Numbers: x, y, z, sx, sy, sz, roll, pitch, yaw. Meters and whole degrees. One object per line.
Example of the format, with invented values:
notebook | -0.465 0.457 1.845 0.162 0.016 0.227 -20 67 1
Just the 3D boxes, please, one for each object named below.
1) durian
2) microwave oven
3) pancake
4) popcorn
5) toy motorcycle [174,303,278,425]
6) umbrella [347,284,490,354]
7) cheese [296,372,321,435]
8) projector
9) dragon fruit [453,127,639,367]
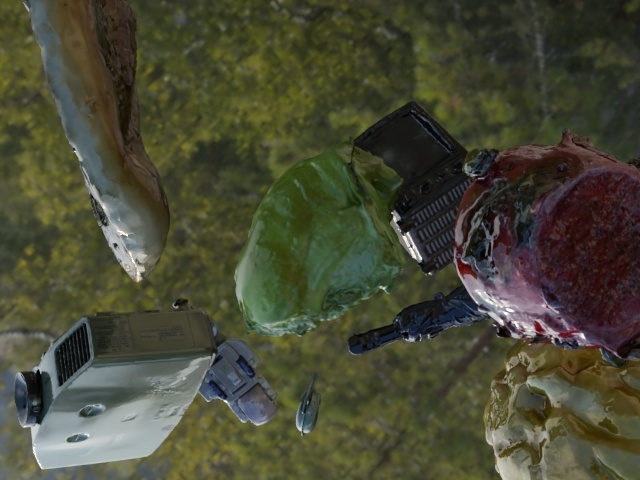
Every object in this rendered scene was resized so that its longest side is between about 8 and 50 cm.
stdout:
durian | 0.000 0.000 1.760 0.256 0.339 0.204 52 171 50
microwave oven | 0.171 -0.096 2.007 0.247 0.178 0.188 52 177 45
pancake | -0.202 -0.141 1.078 0.387 0.082 0.387 167 90 -88
popcorn | 0.394 0.257 1.380 0.344 0.390 0.354 -100 7 -59
toy motorcycle | -0.157 0.193 1.824 0.254 0.112 0.112 52 160 -27
umbrella | 0.155 0.104 1.624 0.071 0.248 0.071 -20 -90 -75
cheese | -0.016 0.224 1.548 0.026 0.067 0.121 14 153 8
projector | -0.245 0.167 1.311 0.269 0.193 0.088 -56 45 47
dragon fruit | 0.258 0.009 1.113 0.282 0.211 0.147 51 153 -12
